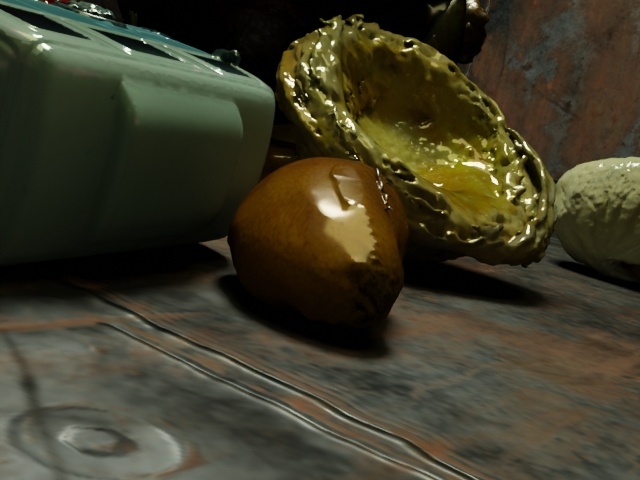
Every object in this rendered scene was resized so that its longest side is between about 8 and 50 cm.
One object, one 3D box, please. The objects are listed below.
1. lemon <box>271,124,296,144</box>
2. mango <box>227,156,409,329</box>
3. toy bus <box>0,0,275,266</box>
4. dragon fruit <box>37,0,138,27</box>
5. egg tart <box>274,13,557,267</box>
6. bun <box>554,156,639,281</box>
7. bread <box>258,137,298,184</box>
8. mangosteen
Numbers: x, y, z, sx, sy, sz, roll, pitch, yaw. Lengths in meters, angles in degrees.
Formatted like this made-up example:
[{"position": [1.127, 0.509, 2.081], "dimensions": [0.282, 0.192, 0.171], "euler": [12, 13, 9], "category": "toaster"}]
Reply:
[{"position": [-0.086, -0.203, 1.226], "dimensions": [0.228, 0.228, 0.253], "euler": [11, 11, -23], "category": "lemon"}, {"position": [0.001, -0.004, 0.479], "dimensions": [0.105, 0.084, 0.159], "euler": [9, 8, -1], "category": "mango"}, {"position": [-0.134, -0.064, 0.486], "dimensions": [0.165, 0.133, 0.271], "euler": [23, 13, 21], "category": "toy bus"}, {"position": [-0.276, -0.163, 0.808], "dimensions": [0.189, 0.182, 0.182], "euler": [23, 7, -2], "category": "dragon fruit"}, {"position": [0.080, -0.073, 0.757], "dimensions": [0.288, 0.118, 0.288], "euler": [22, 39, -19], "category": "egg tart"}, {"position": [0.407, -0.012, 1.105], "dimensions": [0.220, 0.134, 0.220], "euler": [15, -20, 6], "category": "bun"}, {"position": [-0.033, -0.067, 0.889], "dimensions": [0.116, 0.077, 0.200], "euler": [15, 7, -21], "category": "bread"}, {"position": [-0.029, -0.299, 0.950], "dimensions": [0.381, 0.381, 0.421], "euler": [22, -4, 44], "category": "mangosteen"}]
